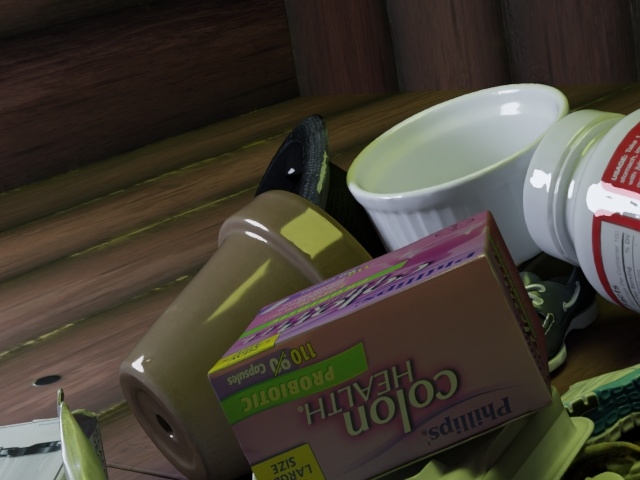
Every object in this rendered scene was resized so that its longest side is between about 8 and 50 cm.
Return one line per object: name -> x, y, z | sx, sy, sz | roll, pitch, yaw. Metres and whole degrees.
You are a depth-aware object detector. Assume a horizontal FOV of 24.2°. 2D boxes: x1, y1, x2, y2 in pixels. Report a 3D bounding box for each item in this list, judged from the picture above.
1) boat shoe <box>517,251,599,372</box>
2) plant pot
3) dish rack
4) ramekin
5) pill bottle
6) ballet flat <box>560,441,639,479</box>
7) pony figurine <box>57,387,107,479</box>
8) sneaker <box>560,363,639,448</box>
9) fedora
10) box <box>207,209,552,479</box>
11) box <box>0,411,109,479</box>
boat shoe -> 0.230, 0.078, 1.659 | 0.114, 0.091, 0.302 | -4, 14, 23
plant pot -> -0.063, 0.120, 1.457 | 0.229, 0.263, 0.263 | -37, 24, -23
dish rack -> 0.024, 0.200, 1.144 | 0.333, 0.072, 0.285 | -22, 5, 31
ramekin -> 0.182, -0.066, 1.782 | 0.277, 0.135, 0.277 | -20, 21, 8
pill bottle -> 0.411, -0.016, 1.522 | 0.229, 0.229, 0.408 | -19, 25, -33
ballet flat -> 0.267, 0.213, 1.005 | 0.123, 0.123, 0.348 | -15, 12, -20
pony figurine -> -0.055, 0.273, 0.777 | 0.363, 0.302, 0.351 | 3, 19, -15
sneaker -> 0.280, 0.147, 1.400 | 0.191, 0.071, 0.083 | -14, 9, -19
fedora -> 0.000, 0.000, 1.906 | 0.152, 0.334, 0.334 | 19, 8, -14
box -> 0.053, 0.084, 1.130 | 0.214, 0.117, 0.243 | -24, 6, 10
box -> -0.294, 0.252, 1.318 | 0.169, 0.087, 0.290 | -9, 14, 3
